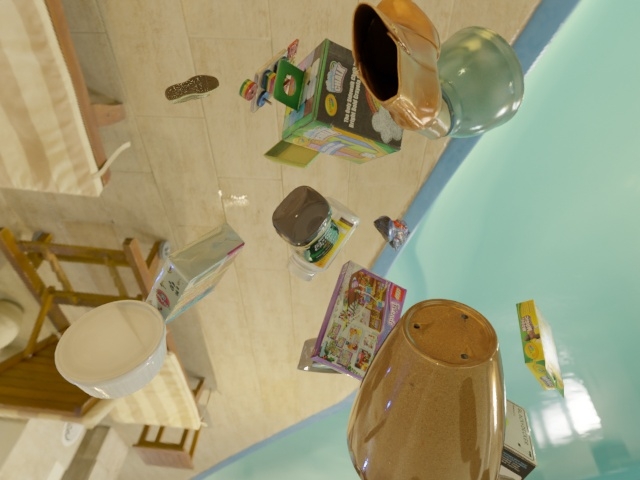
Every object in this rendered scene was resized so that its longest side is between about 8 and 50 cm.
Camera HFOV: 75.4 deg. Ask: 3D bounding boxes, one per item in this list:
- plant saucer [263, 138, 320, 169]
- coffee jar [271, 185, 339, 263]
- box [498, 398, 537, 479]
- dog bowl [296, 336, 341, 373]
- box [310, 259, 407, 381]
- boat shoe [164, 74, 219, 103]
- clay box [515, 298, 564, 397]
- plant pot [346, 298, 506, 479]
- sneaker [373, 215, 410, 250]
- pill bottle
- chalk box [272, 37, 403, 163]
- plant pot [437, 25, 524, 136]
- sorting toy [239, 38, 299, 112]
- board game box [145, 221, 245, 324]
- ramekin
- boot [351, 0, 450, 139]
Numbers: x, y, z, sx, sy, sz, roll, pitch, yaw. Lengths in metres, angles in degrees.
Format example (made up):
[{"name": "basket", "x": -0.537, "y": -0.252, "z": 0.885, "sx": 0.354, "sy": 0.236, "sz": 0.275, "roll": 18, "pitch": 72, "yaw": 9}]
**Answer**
[{"name": "plant saucer", "x": -0.080, "y": -0.323, "z": 1.519, "sx": 0.189, "sy": 0.188, "sz": 0.045, "roll": 17, "pitch": 137, "yaw": 26}, {"name": "coffee jar", "x": -0.021, "y": -0.023, "z": 0.713, "sx": 0.079, "sy": 0.096, "sz": 0.184, "roll": 40, "pitch": 175, "yaw": 14}, {"name": "box", "x": 0.335, "y": 0.491, "z": 0.900, "sx": 0.087, "sy": 0.169, "sz": 0.289, "roll": 30, "pitch": 115, "yaw": 9}, {"name": "dog bowl", "x": 0.092, "y": 0.412, "z": 1.470, "sx": 0.349, "sy": 0.102, "sz": 0.348, "roll": 2, "pitch": 158, "yaw": 1}, {"name": "box", "x": 0.113, "y": 0.227, "z": 1.150, "sx": 0.201, "sy": 0.293, "sz": 0.057, "roll": 28, "pitch": 152, "yaw": -11}, {"name": "boat shoe", "x": -0.356, "y": -0.421, "z": 1.165, "sx": 0.153, "sy": 0.048, "sz": 0.056, "roll": -19, "pitch": 85, "yaw": -1}, {"name": "clay box", "x": 0.564, "y": 0.278, "z": 1.066, "sx": 0.053, "sy": 0.222, "sz": 0.127, "roll": -25, "pitch": 119, "yaw": 34}, {"name": "plant pot", "x": 0.162, "y": 0.215, "z": 0.589, "sx": 0.237, "sy": 0.237, "sz": 0.254, "roll": 4, "pitch": 125, "yaw": 3}, {"name": "sneaker", "x": 0.235, "y": -0.039, "z": 1.335, "sx": 0.087, "sy": 0.083, "sz": 0.221, "roll": -42, "pitch": 156, "yaw": 5}, {"name": "pill bottle", "x": 0.000, "y": 0.000, "z": 1.088, "sx": 0.117, "sy": 0.117, "sz": 0.215, "roll": 30, "pitch": 103, "yaw": -20}, {"name": "chalk box", "x": 0.026, "y": -0.305, "z": 0.926, "sx": 0.289, "sy": 0.180, "sz": 0.179, "roll": 13, "pitch": 173, "yaw": -25}, {"name": "plant pot", "x": 0.377, "y": -0.409, "z": 1.161, "sx": 0.196, "sy": 0.293, "sz": 0.293, "roll": -34, "pitch": 131, "yaw": -15}, {"name": "sorting toy", "x": -0.119, "y": -0.417, "z": 1.098, "sx": 0.046, "sy": 0.274, "sz": 0.132, "roll": 33, "pitch": 148, "yaw": 3}, {"name": "board game box", "x": -0.377, "y": 0.104, "z": 1.232, "sx": 0.097, "sy": 0.224, "sz": 0.303, "roll": 48, "pitch": 135, "yaw": 4}, {"name": "ramekin", "x": -0.554, "y": 0.303, "z": 1.138, "sx": 0.273, "sy": 0.272, "sz": 0.127, "roll": 3, "pitch": 131, "yaw": 4}, {"name": "boot", "x": 0.107, "y": -0.299, "z": 0.615, "sx": 0.104, "sy": 0.294, "sz": 0.211, "roll": -24, "pitch": 161, "yaw": 29}]
